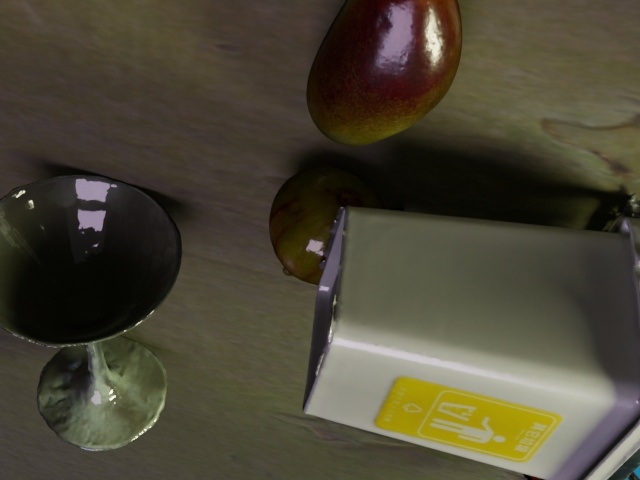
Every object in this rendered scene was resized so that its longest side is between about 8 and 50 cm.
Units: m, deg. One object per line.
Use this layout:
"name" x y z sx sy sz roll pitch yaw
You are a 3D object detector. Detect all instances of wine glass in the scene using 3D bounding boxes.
"wine glass" -0.325 0.130 1.455 0.267 0.267 0.406 16 145 6

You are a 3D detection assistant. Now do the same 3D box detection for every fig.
"fig" -0.009 -0.005 1.232 0.142 0.147 0.186 10 137 -39

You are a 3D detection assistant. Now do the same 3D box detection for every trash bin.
"trash bin" 0.178 0.089 1.099 0.368 0.295 0.255 11 144 -4

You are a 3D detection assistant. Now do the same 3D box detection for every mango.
"mango" 0.063 -0.173 1.031 0.133 0.111 0.267 15 147 -11

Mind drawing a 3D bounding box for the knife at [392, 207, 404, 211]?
"knife" 0.131 0.040 1.320 0.046 0.021 0.222 -11 131 30

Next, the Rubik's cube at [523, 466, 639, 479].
"Rubik's cube" 0.424 0.396 1.440 0.250 0.234 0.284 28 140 -10
